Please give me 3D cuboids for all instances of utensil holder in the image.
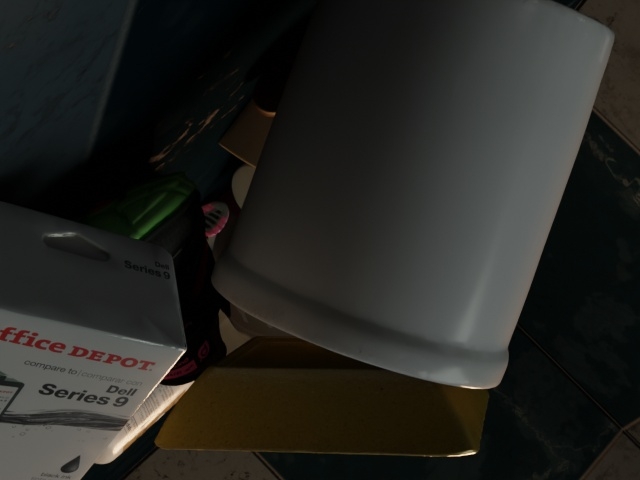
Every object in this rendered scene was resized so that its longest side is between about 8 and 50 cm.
[{"bbox_3d":[0.100,-0.084,1.388,0.327,0.328,0.385,-17,127,-76],"label":"utensil holder"}]

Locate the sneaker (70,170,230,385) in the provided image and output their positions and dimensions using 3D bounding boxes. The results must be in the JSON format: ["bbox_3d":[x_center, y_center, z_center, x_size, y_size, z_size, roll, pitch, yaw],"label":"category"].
[{"bbox_3d":[-0.174,0.055,1.460,0.185,0.202,0.483,-28,173,1],"label":"sneaker"}]

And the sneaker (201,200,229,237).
[{"bbox_3d":[-0.174,-0.015,1.849,0.119,0.047,0.057,-43,-170,13],"label":"sneaker"}]

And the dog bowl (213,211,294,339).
[{"bbox_3d":[0.000,0.000,1.941,0.349,0.102,0.348,-16,-146,12],"label":"dog bowl"}]

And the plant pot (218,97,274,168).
[{"bbox_3d":[-0.041,-0.136,1.643,0.109,0.096,0.109,-49,171,32],"label":"plant pot"}]

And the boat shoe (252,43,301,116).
[{"bbox_3d":[-0.011,-0.202,1.561,0.178,0.064,0.060,-45,172,-21],"label":"boat shoe"}]

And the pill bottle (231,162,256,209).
[{"bbox_3d":[-0.018,-0.111,1.816,0.221,0.124,0.124,-39,171,-42],"label":"pill bottle"}]

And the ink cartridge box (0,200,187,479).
[{"bbox_3d":[-0.282,0.115,1.188,0.211,0.121,0.289,15,131,-31],"label":"ink cartridge box"}]

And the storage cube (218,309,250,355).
[{"bbox_3d":[-0.140,0.145,2.281,0.183,0.215,0.193,-49,166,34],"label":"storage cube"}]

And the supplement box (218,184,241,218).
[{"bbox_3d":[-0.110,-0.060,1.915,0.055,0.043,0.083,-43,173,0],"label":"supplement box"}]

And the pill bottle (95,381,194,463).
[{"bbox_3d":[-0.284,0.211,1.699,0.229,0.131,0.131,-42,173,-29],"label":"pill bottle"}]

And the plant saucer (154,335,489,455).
[{"bbox_3d":[0.016,0.162,1.474,0.333,0.333,0.081,-25,115,-80],"label":"plant saucer"}]
